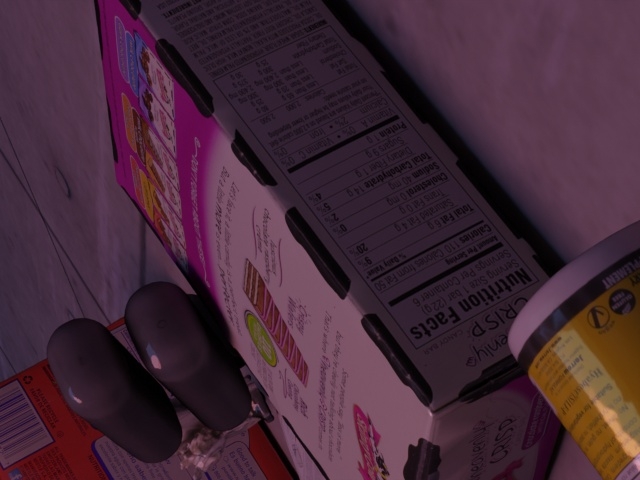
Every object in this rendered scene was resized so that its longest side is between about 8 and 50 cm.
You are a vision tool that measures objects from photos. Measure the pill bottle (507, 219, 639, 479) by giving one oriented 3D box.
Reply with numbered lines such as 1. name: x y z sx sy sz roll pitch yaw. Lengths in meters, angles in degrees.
1. pill bottle: 0.109 0.055 0.484 0.116 0.065 0.065 55 160 19

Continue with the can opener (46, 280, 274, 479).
1. can opener: -0.079 0.065 0.859 0.093 0.074 0.280 63 178 11

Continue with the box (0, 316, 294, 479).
1. box: -0.078 0.205 1.048 0.300 0.154 0.142 56 161 15

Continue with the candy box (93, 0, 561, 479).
1. candy box: 0.000 0.000 0.683 0.233 0.071 0.159 54 161 25

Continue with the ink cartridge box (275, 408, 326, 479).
1. ink cartridge box: 0.020 0.099 0.836 0.181 0.056 0.224 89 167 -53
